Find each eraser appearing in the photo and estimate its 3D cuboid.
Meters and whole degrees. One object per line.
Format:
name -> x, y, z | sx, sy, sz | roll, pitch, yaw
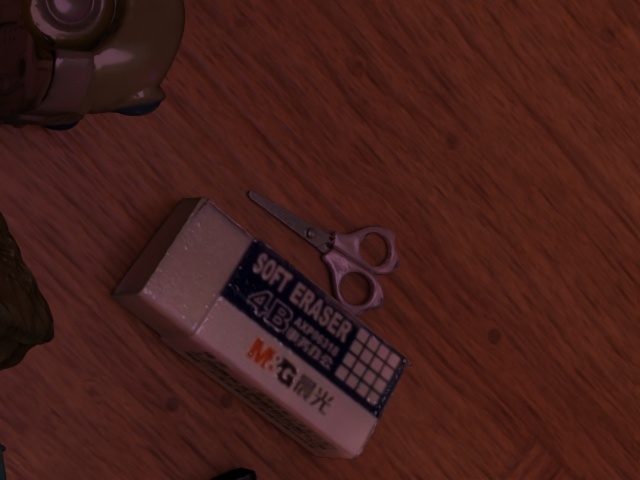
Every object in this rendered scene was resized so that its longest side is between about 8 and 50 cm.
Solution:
eraser -> -0.055, 0.088, 1.806 | 0.287, 0.086, 0.130 | 41, 71, -22

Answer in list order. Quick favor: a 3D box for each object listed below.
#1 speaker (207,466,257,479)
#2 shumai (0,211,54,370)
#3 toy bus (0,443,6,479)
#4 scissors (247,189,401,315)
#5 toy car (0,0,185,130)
speaker -> -0.077, 0.340, 1.819 | 0.082, 0.044, 0.218 | -21, 100, -26
shumai -> -0.436, 0.052, 1.505 | 0.323, 0.397, 0.324 | -45, 74, 6
toy bus -> -0.335, 0.291, 1.587 | 0.128, 0.147, 0.256 | 7, 67, -51
scissors -> 0.000, 0.000, 1.876 | 0.189, 0.015, 0.100 | 33, 74, -22
toy car -> -0.197, -0.270, 1.649 | 0.226, 0.242, 0.336 | 0, 88, -30
